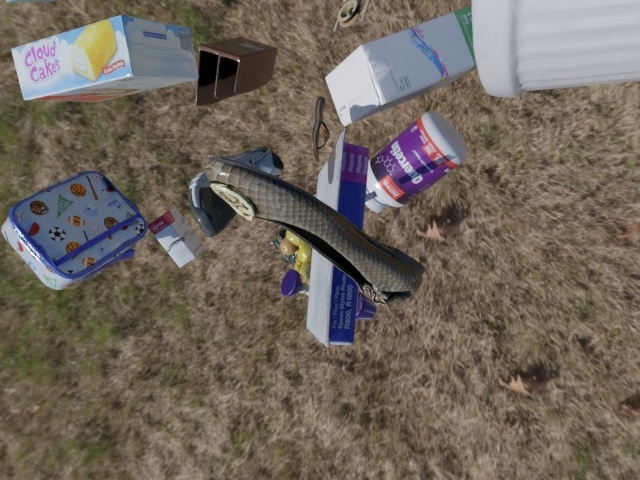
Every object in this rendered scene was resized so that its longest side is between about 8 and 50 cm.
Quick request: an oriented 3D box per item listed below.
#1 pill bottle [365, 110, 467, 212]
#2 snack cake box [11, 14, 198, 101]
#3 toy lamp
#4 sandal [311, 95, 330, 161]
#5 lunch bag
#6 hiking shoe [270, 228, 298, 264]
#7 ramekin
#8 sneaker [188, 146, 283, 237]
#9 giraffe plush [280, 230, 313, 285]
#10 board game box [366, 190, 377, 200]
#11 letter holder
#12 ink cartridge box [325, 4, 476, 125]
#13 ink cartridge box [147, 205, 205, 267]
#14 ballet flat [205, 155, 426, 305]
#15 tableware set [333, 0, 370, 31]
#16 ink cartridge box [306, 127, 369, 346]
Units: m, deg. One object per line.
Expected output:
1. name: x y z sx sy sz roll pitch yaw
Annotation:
1. pill bottle: 0.263 -0.223 1.510 0.323 0.181 0.181 -39 88 31
2. snack cake box: -0.360 -0.296 0.848 0.264 0.152 0.089 -1 104 27
3. toy lamp: 0.030 0.147 1.303 0.274 0.080 0.080 23 105 -29
4. sandal: 0.006 -0.382 1.734 0.060 0.090 0.219 8 98 4
5. lunch bag: -0.588 -0.030 1.249 0.243 0.303 0.115 49 130 -4
6. hiking shoe: -0.085 0.057 1.921 0.227 0.086 0.114 45 139 -2
7. ramekin: 0.194 -0.231 0.334 0.127 0.273 0.273 11 100 26
8. sneaker: -0.125 -0.098 0.806 0.132 0.229 0.086 -19 121 11
9. giraffe plush: -0.051 0.024 1.594 0.170 0.181 0.210 47 69 -12
10. board game box: 0.093 -0.100 1.315 0.090 0.090 0.020 -22 91 31
11. letter holder: -0.290 -0.565 1.743 0.152 0.302 0.214 20 120 10
12. ink cartridge box: 0.176 -0.351 1.026 0.278 0.201 0.117 -26 98 -17
13. ink cartridge box: -0.405 -0.010 1.428 0.063 0.109 0.150 -32 103 10
14. ballet flat: 0.000 0.000 0.465 0.250 0.084 0.058 29 88 -31
15. tableware set: 0.096 -0.731 1.504 0.128 0.039 0.194 3 72 47
16. ink cartridge box: 0.032 0.009 0.881 0.071 0.330 0.324 6 85 -7
